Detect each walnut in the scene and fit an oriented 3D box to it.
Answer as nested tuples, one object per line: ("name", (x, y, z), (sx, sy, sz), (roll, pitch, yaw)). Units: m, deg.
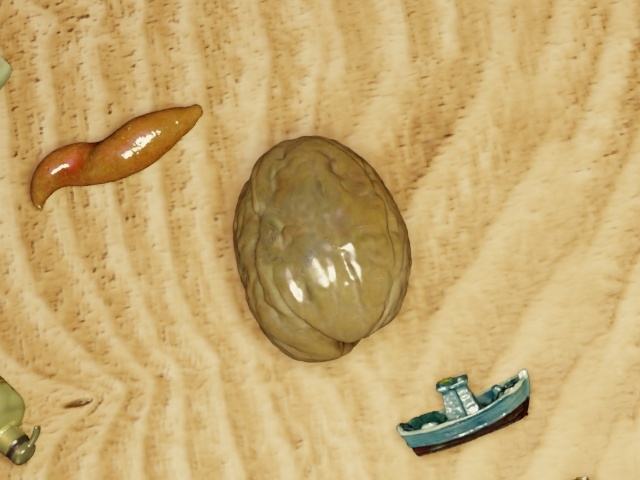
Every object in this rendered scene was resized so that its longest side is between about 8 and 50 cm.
("walnut", (-0.002, 0.000, 1.584), (0.178, 0.178, 0.230), (-21, 65, 6))

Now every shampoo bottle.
("shampoo bottle", (-0.350, 0.166, 1.654), (0.162, 0.079, 0.079), (41, 88, 16))

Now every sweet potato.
("sweet potato", (-0.213, -0.090, 1.697), (0.202, 0.058, 0.055), (-22, 95, 5))

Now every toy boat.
("toy boat", (0.138, 0.159, 1.572), (0.137, 0.060, 0.061), (-19, 96, 10))

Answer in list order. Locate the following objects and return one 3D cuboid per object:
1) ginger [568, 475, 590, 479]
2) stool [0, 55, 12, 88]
("ginger", (0.250, 0.320, 1.506), (0.104, 0.080, 0.204), (-3, 79, 16))
("stool", (-0.464, -0.184, 1.700), (0.195, 0.195, 0.199), (39, 82, 16))
